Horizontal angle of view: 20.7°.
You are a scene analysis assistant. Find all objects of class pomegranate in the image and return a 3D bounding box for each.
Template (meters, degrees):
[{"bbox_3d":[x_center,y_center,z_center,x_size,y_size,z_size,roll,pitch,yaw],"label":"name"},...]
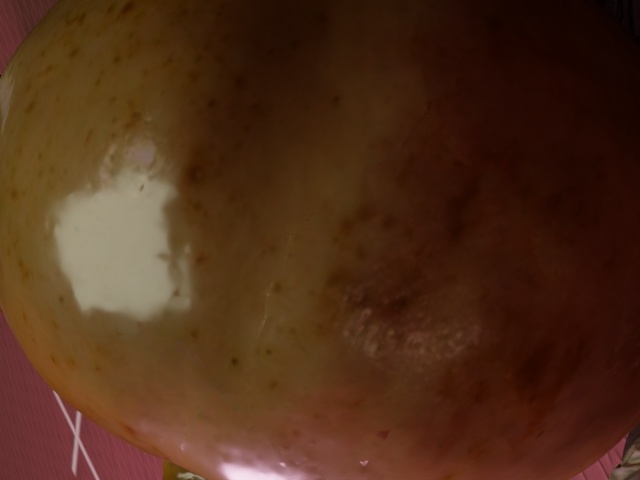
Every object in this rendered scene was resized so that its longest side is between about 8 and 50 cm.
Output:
[{"bbox_3d":[0.000,0.000,0.981,0.411,0.411,0.412,44,142,49],"label":"pomegranate"}]

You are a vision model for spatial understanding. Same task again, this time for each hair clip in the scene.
[{"bbox_3d":[0.162,-0.171,1.006,0.030,0.039,0.115,-158,53,-67],"label":"hair clip"}]

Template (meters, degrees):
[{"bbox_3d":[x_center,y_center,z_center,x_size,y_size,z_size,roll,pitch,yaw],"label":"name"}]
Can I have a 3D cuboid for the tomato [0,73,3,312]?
[{"bbox_3d":[-0.262,-0.037,1.720,0.270,0.223,0.270,9,120,16],"label":"tomato"}]

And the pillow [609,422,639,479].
[{"bbox_3d":[0.226,0.214,1.021,0.169,0.059,0.255,131,133,-60],"label":"pillow"}]
